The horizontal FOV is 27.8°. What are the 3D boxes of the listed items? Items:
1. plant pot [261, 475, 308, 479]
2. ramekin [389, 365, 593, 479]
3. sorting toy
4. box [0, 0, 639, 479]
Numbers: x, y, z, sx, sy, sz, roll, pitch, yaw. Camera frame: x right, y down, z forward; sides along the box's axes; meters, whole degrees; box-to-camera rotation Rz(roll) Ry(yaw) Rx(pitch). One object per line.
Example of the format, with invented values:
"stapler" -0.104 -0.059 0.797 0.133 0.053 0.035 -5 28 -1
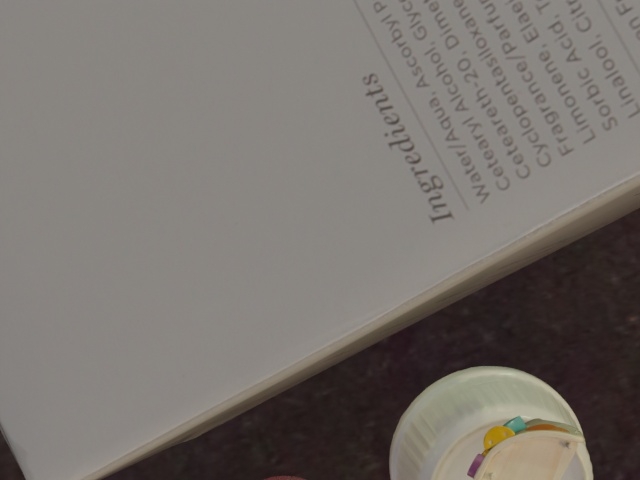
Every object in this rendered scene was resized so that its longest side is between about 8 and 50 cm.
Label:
"plant pot" -0.045 0.353 1.397 0.201 0.180 0.201 1 108 3
"ramekin" 0.234 0.311 1.703 0.273 0.127 0.272 -2 102 -7
"sorting toy" 0.098 0.122 0.671 0.045 0.075 0.083 27 98 7
"box" 0.048 -0.076 0.425 0.345 0.215 0.168 -31 83 31
